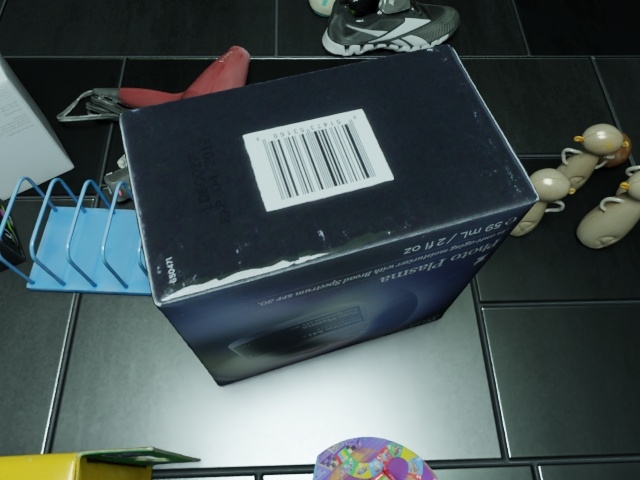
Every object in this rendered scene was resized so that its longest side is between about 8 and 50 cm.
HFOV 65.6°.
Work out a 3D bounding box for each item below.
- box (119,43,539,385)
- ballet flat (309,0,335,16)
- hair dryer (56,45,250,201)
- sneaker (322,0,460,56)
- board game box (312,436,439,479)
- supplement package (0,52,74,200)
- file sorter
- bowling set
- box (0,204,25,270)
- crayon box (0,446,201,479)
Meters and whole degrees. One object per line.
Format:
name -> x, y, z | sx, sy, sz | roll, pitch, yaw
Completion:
box -> 0.000, 0.000, 0.508 | 0.296, 0.294, 0.183 | -15, 66, -9
ballet flat -> 0.030, -0.508, 0.884 | 0.086, 0.086, 0.248 | 6, 63, 1
hair dryer -> -0.224, -0.206, 0.725 | 0.293, 0.080, 0.223 | -31, 68, -16
sneaker -> 0.120, -0.361, 0.799 | 0.234, 0.106, 0.078 | -8, 65, -6
board game box -> 0.047, 0.273, 0.489 | 0.133, 0.033, 0.169 | 3, 50, 15
supplement package -> -0.419, -0.154, 0.636 | 0.105, 0.179, 0.105 | -31, 68, -16
file sorter -> -0.279, -0.008, 0.610 | 0.170, 0.104, 0.118 | 2, 63, 0
bowling set -> 0.389, -0.095, 0.646 | 0.287, 0.154, 0.200 | 9, 64, 2
box -> -0.423, -0.008, 0.628 | 0.052, 0.062, 0.083 | -26, 68, -12
crayon box -> -0.285, 0.237, 0.430 | 0.323, 0.203, 0.083 | -3, 64, -3
